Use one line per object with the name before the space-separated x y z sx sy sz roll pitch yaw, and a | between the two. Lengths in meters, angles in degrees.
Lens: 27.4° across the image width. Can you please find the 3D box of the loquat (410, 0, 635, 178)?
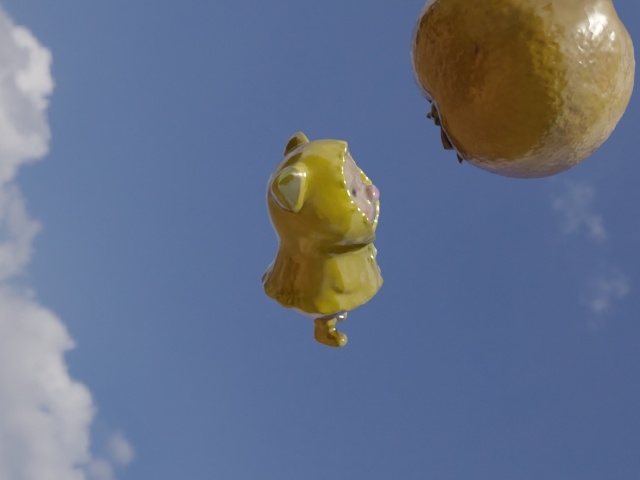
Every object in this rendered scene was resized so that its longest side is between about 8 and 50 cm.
loquat | 0.182 -0.159 1.198 0.208 0.208 0.208 28 -57 53

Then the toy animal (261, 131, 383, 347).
toy animal | 0.000 0.002 1.427 0.156 0.156 0.230 29 -47 52
